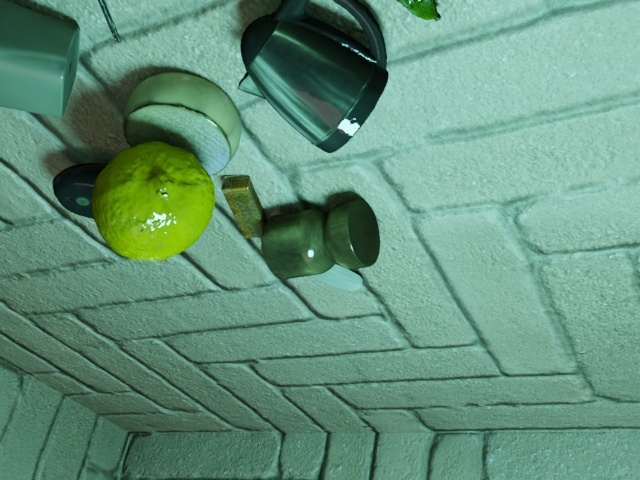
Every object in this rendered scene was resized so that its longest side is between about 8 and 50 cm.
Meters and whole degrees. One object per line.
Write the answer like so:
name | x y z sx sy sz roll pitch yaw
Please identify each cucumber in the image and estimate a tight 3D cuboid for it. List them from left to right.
cucumber | 0.136 -0.456 1.237 0.227 0.069 0.069 33 141 -33

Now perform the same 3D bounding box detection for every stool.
stool | 0.000 0.000 1.854 0.264 0.179 0.179 -11 141 30

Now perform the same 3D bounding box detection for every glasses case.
glasses case | -0.197 -0.088 1.901 0.075 0.049 0.218 -4 144 11
glasses case | 0.035 0.102 2.112 0.193 0.049 0.074 23 145 -15

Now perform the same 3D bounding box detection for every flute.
flute | -0.444 -0.499 1.397 0.014 0.014 0.269 5 147 11

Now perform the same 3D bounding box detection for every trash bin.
trash bin | -0.645 -0.383 1.469 0.250 0.219 0.219 12 148 -14

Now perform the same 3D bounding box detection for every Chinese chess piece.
Chinese chess piece | -0.317 -0.260 1.625 0.270 0.112 0.270 8 147 5

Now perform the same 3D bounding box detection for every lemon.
lemon | -0.374 -0.084 1.580 0.268 0.268 0.322 27 164 -21

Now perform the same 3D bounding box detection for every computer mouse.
computer mouse | -0.543 -0.128 1.888 0.323 0.116 0.183 13 146 -14

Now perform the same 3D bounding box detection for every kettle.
kettle | -0.023 -0.332 1.355 0.271 0.207 0.251 33 148 -17

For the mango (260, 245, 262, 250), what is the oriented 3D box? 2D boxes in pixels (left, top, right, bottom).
mango | -0.109 0.023 2.028 0.127 0.063 0.077 21 141 -23
